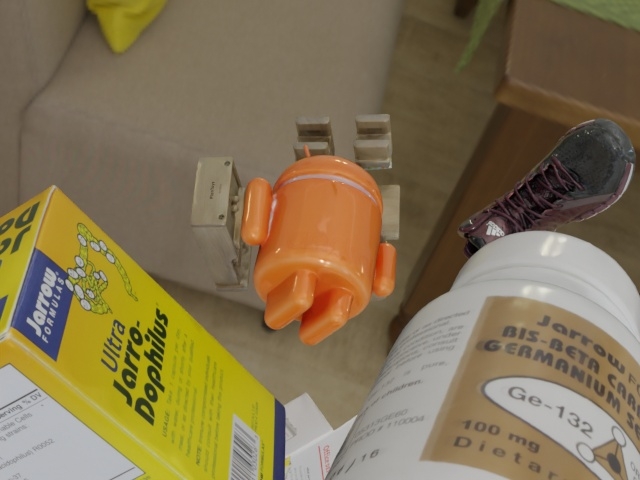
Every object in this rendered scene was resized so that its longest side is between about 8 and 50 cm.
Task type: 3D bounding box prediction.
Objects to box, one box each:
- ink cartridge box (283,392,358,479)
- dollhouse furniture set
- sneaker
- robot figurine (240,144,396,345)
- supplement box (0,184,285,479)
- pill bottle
[{"bbox_3d":[-0.046,0.257,1.234,0.198,0.115,0.067,-26,52,-18],"label":"ink cartridge box"},{"bbox_3d":[-0.022,-0.021,1.313,0.242,0.161,0.212,-1,60,7],"label":"dollhouse furniture set"},{"bbox_3d":[0.274,-0.039,1.351,0.163,0.281,0.106,-29,77,-32],"label":"sneaker"},{"bbox_3d":[0.001,0.001,1.123,0.158,0.128,0.219,3,53,10],"label":"robot figurine"},{"bbox_3d":[-0.209,0.162,0.965,0.356,0.194,0.195,49,23,-32],"label":"supplement box"},{"bbox_3d":[0.082,0.092,0.468,0.131,0.131,0.229,29,34,5],"label":"pill bottle"}]
